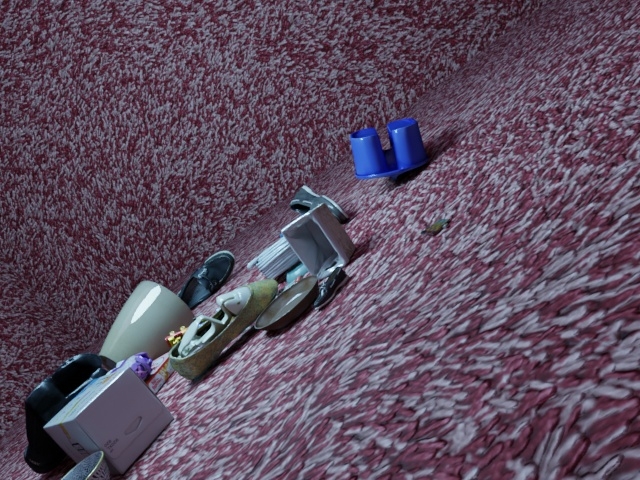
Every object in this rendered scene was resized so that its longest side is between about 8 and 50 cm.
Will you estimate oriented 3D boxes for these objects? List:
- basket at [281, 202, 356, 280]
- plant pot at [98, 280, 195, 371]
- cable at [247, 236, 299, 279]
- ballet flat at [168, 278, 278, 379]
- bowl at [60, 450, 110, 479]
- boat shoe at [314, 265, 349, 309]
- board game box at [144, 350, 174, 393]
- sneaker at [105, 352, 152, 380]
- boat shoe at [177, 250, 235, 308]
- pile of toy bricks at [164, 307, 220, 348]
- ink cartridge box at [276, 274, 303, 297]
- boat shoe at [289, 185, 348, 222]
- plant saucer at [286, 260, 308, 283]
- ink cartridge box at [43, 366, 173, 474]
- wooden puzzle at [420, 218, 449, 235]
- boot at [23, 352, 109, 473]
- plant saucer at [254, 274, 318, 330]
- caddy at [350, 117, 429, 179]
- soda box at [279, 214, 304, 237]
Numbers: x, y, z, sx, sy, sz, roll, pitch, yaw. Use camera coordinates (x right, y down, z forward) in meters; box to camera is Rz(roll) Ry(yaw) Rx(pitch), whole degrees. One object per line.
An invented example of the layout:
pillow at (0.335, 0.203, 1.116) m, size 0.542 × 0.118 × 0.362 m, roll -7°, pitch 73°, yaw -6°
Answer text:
basket at (0.000, 0.000, 1.512) m, size 0.113 × 0.167 × 0.103 m, roll -31°, pitch 7°, yaw 30°
plant pot at (-0.597, 0.319, 1.934) m, size 0.256 × 0.256 × 0.274 m, roll -25°, pitch 22°, yaw 50°
cable at (-0.088, 0.022, 1.831) m, size 0.257 × 0.089 × 0.257 m, roll -39°, pitch 4°, yaw -38°
ballet flat at (-0.257, 0.211, 1.516) m, size 0.348 × 0.123 × 0.123 m, roll -46°, pitch 12°, yaw -9°
bowl at (-0.485, 0.521, 1.178) m, size 0.170 × 0.080 × 0.170 m, roll -37°, pitch 11°, yaw 9°
boat shoe at (0.019, 0.108, 1.331) m, size 0.125 × 0.038 × 0.046 m, roll -46°, pitch 13°, yaw -33°
board game box at (-0.513, 0.421, 1.754) m, size 0.146 × 0.045 × 0.193 m, roll -31°, pitch 13°, yaw 30°
sneaker at (-0.535, 0.380, 1.652) m, size 0.104 × 0.095 × 0.236 m, roll -31°, pitch 11°, yaw -3°
boat shoe at (-0.493, 0.181, 2.443) m, size 0.340 × 0.127 × 0.113 m, roll -37°, pitch 12°, yaw 14°
pile of toy bricks at (-0.309, 0.275, 1.611) m, size 0.212 × 0.118 × 0.105 m, roll -25°, pitch 36°, yaw -16°
ink cartridge box at (-0.063, 0.124, 1.554) m, size 0.115 × 0.029 × 0.063 m, roll -36°, pitch 12°, yaw 15°
boat shoe at (-0.010, -0.103, 1.995) m, size 0.095 × 0.112 × 0.335 m, roll -48°, pitch 29°, yaw -4°
plant saucer at (-0.059, 0.082, 1.730) m, size 0.119 × 0.021 × 0.119 m, roll -36°, pitch 11°, yaw 9°
ink cartridge box at (-0.499, 0.428, 1.366) m, size 0.232 × 0.168 × 0.171 m, roll -26°, pitch 16°, yaw 46°
wooden puzzle at (0.247, -0.028, 1.234) m, size 0.049 × 0.006 × 0.083 m, roll -40°, pitch 11°, yaw -10°
boot at (-0.699, 0.435, 1.665) m, size 0.445 × 0.146 × 0.367 m, roll -61°, pitch 4°, yaw 45°
plant saucer at (-0.076, 0.161, 1.430) m, size 0.198 × 0.036 × 0.198 m, roll -37°, pitch 12°, yaw 9°
caddy at (0.223, -0.284, 1.910) m, size 0.241 × 0.179 × 0.341 m, roll -14°, pitch 15°, yaw 7°
soda box at (-0.048, -0.062, 2.133) m, size 0.210 × 0.071 × 0.067 m, roll -44°, pitch 14°, yaw -26°
